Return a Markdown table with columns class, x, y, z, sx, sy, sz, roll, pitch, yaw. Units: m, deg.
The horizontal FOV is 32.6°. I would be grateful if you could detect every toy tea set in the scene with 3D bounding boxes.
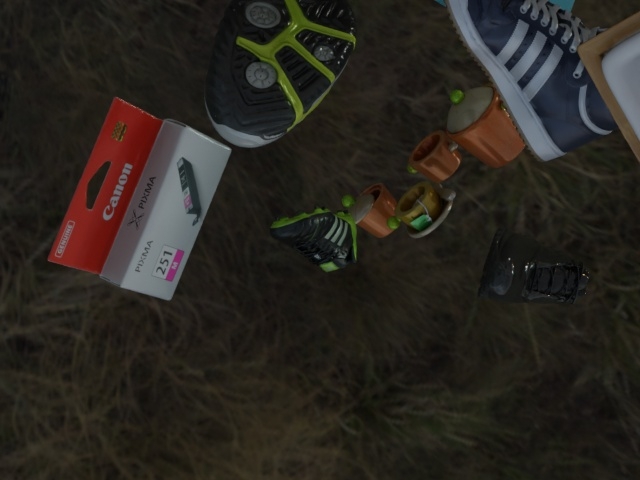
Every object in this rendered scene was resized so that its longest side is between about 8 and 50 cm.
| class | x | y | z | sx | sy | sz | roll | pitch | yaw |
| --- | --- | --- | --- | --- | --- | --- | --- | --- | --- |
| toy tea set | 0.156 | -0.126 | 1.605 | 0.336 | 0.200 | 0.124 | -44 | 111 | 13 |

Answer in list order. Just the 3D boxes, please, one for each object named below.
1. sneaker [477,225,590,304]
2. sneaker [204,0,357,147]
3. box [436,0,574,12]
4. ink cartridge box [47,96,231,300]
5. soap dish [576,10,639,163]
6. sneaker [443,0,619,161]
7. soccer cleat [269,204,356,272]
| class | x | y | z | sx | sy | sz | roll | pitch | yaw |
| --- | --- | --- | --- | --- | --- | --- | --- | --- | --- |
| sneaker | 0.317 | 0.045 | 1.586 | 0.286 | 0.130 | 0.109 | -7 | 113 | -63 |
| sneaker | -0.037 | -0.230 | 1.230 | 0.145 | 0.384 | 0.147 | 21 | 140 | -3 |
| box | 0.235 | -0.366 | 1.580 | 0.244 | 0.100 | 0.060 | 28 | 67 | -11 |
| ink cartridge box | -0.275 | -0.060 | 1.710 | 0.239 | 0.060 | 0.275 | 23 | 89 | -58 |
| soap dish | 0.415 | -0.161 | 0.998 | 0.291 | 0.118 | 0.229 | -29 | 107 | 19 |
| sneaker | 0.240 | -0.213 | 1.122 | 0.153 | 0.099 | 0.282 | -17 | 127 | 30 |
| soccer cleat | 0.000 | 0.000 | 1.261 | 0.060 | 0.179 | 0.072 | -14 | 83 | 25 |
